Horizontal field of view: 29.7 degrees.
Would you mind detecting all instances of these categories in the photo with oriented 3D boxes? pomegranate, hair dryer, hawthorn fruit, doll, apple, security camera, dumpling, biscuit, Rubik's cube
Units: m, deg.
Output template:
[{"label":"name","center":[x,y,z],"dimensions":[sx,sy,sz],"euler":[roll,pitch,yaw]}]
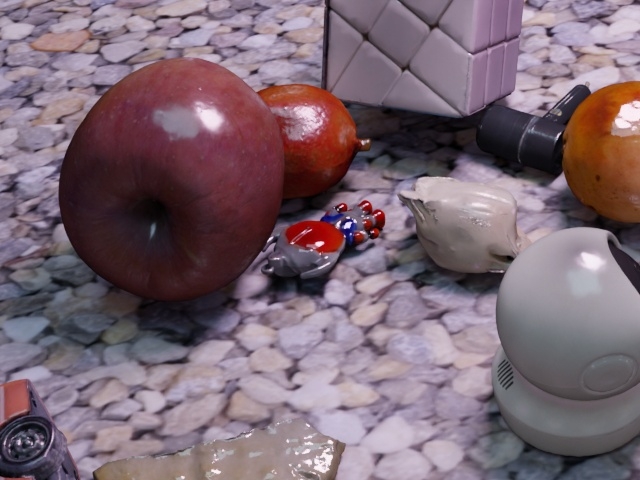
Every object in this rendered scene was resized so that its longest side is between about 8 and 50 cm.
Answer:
[{"label":"pomegranate","center":[0.406,-0.111,1.561],"dimensions":[0.191,0.191,0.191],"euler":[-4,44,4]},{"label":"hair dryer","center":[0.328,-0.180,1.727],"dimensions":[0.124,0.071,0.219],"euler":[24,46,30]},{"label":"hawthorn fruit","center":[-0.025,-0.141,1.671],"dimensions":[0.188,0.169,0.169],"euler":[-8,44,2]},{"label":"doll","center":[-0.001,0.000,1.592],"dimensions":[0.194,0.062,0.104],"euler":[-28,64,-30]},{"label":"apple","center":[-0.183,-0.078,1.528],"dimensions":[0.305,0.306,0.235],"euler":[5,29,14]},{"label":"security camera","center":[0.278,0.097,1.319],"dimensions":[0.194,0.236,0.194],"euler":[-6,42,5]},{"label":"dumpling","center":[0.193,-0.026,1.554],"dimensions":[0.199,0.118,0.136],"euler":[30,35,0]},{"label":"biscuit","center":[-0.108,0.276,1.333],"dimensions":[0.290,0.038,0.141],"euler":[-11,44,-2]},{"label":"Rubik's cube","center":[0.151,-0.311,1.710],"dimensions":[0.231,0.221,0.224],"euler":[12,21,26]}]

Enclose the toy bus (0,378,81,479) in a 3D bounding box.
[{"label":"toy bus","center":[-0.327,0.358,1.169],"dimensions":[0.233,0.203,0.427],"euler":[-15,43,-1]}]
